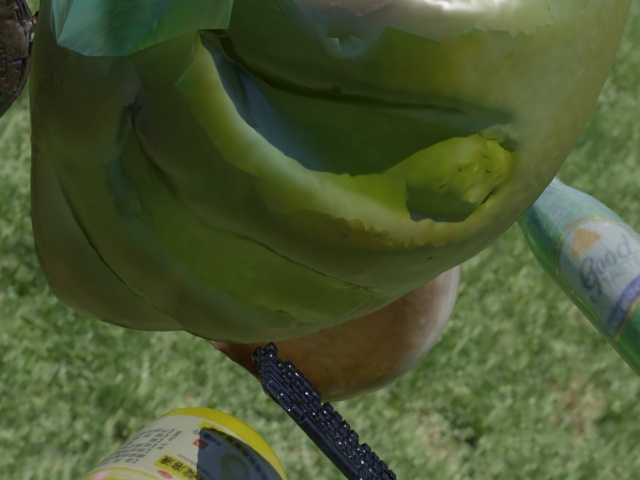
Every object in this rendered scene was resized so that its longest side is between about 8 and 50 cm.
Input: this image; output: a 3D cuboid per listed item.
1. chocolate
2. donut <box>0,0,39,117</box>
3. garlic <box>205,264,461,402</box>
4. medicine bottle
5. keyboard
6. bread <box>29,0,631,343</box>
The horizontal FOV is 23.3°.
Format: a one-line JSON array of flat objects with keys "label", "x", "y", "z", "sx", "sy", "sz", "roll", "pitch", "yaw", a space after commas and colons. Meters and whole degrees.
[{"label": "chocolate", "x": 0.271, "y": 0.018, "z": 1.525, "sx": 0.110, "sy": 0.110, "sz": 0.291, "roll": 0, "pitch": 40, "yaw": -48}, {"label": "donut", "x": -0.442, "y": -0.226, "z": 1.695, "sx": 0.270, "sy": 0.269, "sz": 0.103, "roll": 23, "pitch": 19, "yaw": -21}, {"label": "garlic", "x": 0.000, "y": 0.000, "z": 1.103, "sx": 0.217, "sy": 0.228, "sz": 0.110, "roll": 38, "pitch": 21, "yaw": 4}, {"label": "medicine bottle", "x": -0.113, "y": 0.196, "z": 0.962, "sx": 0.122, "sy": 0.122, "sz": 0.212, "roll": 39, "pitch": 30, "yaw": 8}, {"label": "keyboard", "x": 0.026, "y": 0.142, "z": 0.961, "sx": 0.195, "sy": 0.018, "sz": 0.060, "roll": 48, "pitch": 7, "yaw": -18}, {"label": "bread", "x": 0.014, "y": -0.074, "z": 0.507, "sx": 0.156, "sy": 0.260, "sz": 0.158, "roll": 19, "pitch": 11, "yaw": 21}]
